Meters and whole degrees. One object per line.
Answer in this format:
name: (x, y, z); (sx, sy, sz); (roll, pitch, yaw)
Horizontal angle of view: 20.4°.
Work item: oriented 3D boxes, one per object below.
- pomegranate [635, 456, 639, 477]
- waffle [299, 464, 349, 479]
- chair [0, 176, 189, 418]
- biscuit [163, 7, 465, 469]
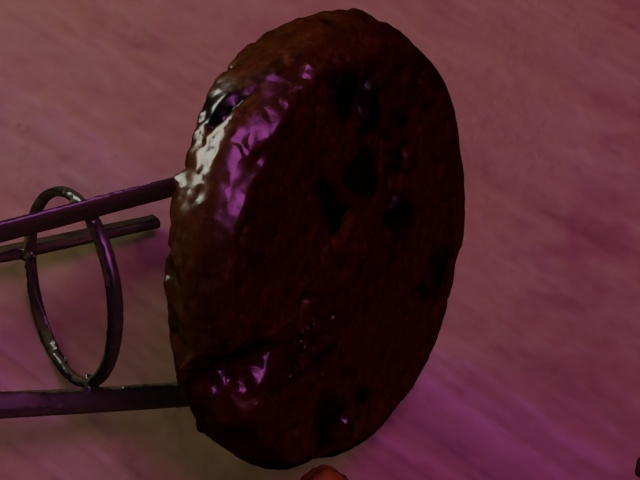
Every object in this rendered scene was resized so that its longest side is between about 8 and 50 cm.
pomegranate: (0.225, 0.143, 0.722); (0.148, 0.148, 0.169); (3, 48, -22)
waffle: (-0.015, 0.162, 0.665); (0.102, 0.042, 0.148); (47, 52, 11)
chair: (-0.131, 0.020, 0.681); (0.221, 0.095, 0.104); (-13, 51, -29)
biscuit: (0.000, 0.000, 0.707); (0.049, 0.192, 0.192); (12, 44, 28)
